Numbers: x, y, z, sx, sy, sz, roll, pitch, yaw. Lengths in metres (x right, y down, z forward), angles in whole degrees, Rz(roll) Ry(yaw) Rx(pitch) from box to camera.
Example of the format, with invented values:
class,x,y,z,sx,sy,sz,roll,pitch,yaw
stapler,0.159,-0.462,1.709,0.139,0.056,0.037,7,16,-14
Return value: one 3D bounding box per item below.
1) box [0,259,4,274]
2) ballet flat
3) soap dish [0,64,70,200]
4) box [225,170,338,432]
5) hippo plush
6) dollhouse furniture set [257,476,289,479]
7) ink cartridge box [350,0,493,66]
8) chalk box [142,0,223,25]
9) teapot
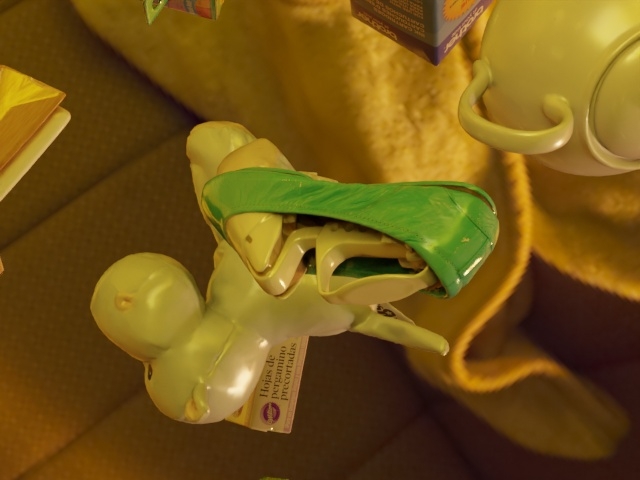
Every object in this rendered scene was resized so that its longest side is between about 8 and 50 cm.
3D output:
class,x,y,z,sx,sy,sz,roll,pitch,yaw
box,-0.351,0.013,1.294,0.207,0.036,0.114,-68,-34,-71
ballet flat,0.000,0.000,0.972,0.247,0.087,0.083,3,140,35
soap dish,-0.460,-0.133,1.889,0.118,0.229,0.291,43,171,-22
box,-0.048,0.074,1.772,0.063,0.323,0.067,13,177,-32
hippo plush,-0.084,0.058,1.361,0.294,0.236,0.234,49,174,-13
dollhouse furniture set,-0.126,0.410,1.649,0.197,0.302,0.151,-13,100,64
ink cartridge box,0.161,-0.402,1.734,0.151,0.270,0.395,36,164,17
chalk box,-0.176,-0.373,1.806,0.132,0.213,0.132,15,161,2
teapot,0.281,-0.155,1.341,0.252,0.256,0.187,32,-166,-38
